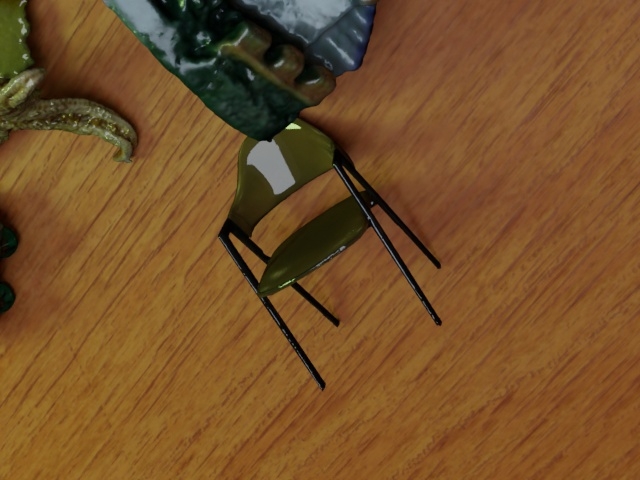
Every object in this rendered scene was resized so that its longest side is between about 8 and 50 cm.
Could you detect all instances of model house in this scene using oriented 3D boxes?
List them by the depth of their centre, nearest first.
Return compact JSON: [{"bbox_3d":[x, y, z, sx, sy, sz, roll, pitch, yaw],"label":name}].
[{"bbox_3d":[-0.024,-0.306,1.155,0.329,0.252,0.295,-39,101,15],"label":"model house"}]

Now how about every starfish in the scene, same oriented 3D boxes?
[{"bbox_3d":[-0.355,-0.113,1.300,0.327,0.375,0.094,-11,82,-23],"label":"starfish"}]

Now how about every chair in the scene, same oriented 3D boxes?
[{"bbox_3d":[0.000,0.000,1.318,0.158,0.172,0.247,-32,111,21],"label":"chair"}]

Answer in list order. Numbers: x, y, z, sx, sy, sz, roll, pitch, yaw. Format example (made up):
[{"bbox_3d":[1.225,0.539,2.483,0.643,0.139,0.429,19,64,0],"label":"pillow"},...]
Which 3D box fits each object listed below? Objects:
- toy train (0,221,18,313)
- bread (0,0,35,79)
[{"bbox_3d":[-0.436,0.040,1.428,0.136,0.091,0.228,15,119,1],"label":"toy train"},{"bbox_3d":[-0.502,-0.245,1.254,0.361,0.245,0.233,9,115,8],"label":"bread"}]
